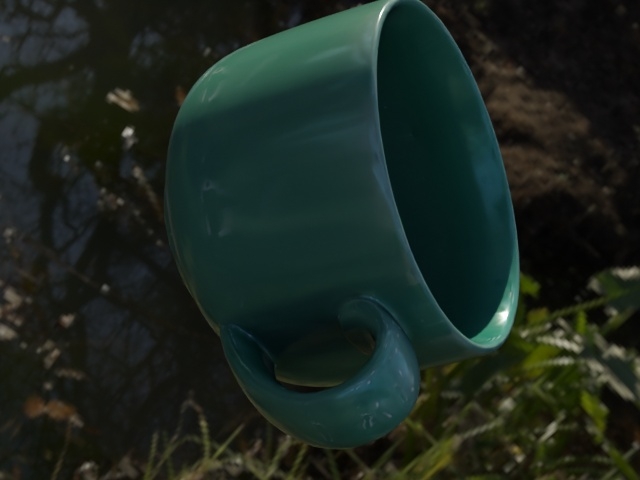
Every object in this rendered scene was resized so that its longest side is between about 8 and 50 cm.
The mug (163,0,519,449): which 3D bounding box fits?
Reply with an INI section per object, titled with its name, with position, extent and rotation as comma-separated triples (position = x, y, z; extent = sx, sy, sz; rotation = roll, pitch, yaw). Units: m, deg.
[mug]
position = -0.001, -0.009, 0.449
extent = 0.158, 0.097, 0.129
rotation = -32, 106, -64
